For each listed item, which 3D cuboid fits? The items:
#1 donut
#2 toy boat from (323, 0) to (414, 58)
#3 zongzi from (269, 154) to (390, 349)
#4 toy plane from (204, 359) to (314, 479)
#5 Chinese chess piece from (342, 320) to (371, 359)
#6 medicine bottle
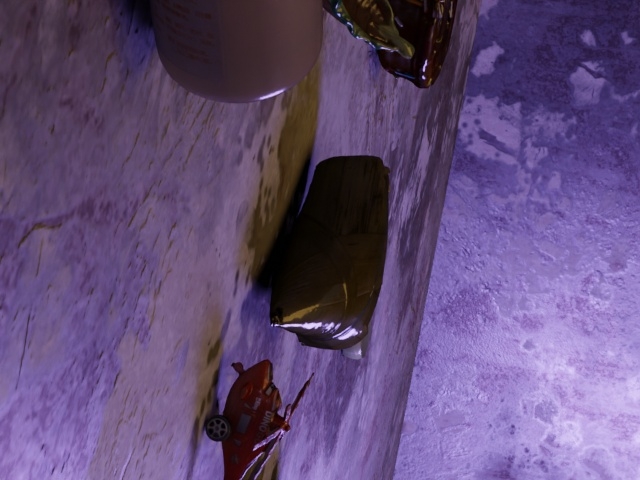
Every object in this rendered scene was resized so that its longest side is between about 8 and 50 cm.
[{"bbox_3d":[0.141,-0.331,1.796,0.216,0.096,0.230,88,16,-62],"label":"donut"},{"bbox_3d":[0.026,-0.278,1.212,0.293,0.099,0.108,73,30,-55],"label":"toy boat"},{"bbox_3d":[0.000,0.000,1.384,0.256,0.115,0.228,26,71,-69],"label":"zongzi"},{"bbox_3d":[-0.078,0.212,1.244,0.126,0.077,0.194,-41,149,-69],"label":"toy plane"},{"bbox_3d":[0.059,0.151,2.056,0.084,0.034,0.084,9,90,-79],"label":"Chinese chess piece"},{"bbox_3d":[-0.056,-0.205,0.761,0.252,0.114,0.114,89,16,-52],"label":"medicine bottle"}]
